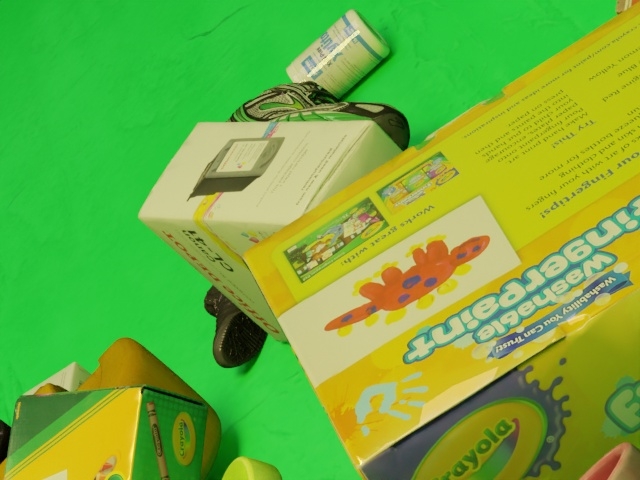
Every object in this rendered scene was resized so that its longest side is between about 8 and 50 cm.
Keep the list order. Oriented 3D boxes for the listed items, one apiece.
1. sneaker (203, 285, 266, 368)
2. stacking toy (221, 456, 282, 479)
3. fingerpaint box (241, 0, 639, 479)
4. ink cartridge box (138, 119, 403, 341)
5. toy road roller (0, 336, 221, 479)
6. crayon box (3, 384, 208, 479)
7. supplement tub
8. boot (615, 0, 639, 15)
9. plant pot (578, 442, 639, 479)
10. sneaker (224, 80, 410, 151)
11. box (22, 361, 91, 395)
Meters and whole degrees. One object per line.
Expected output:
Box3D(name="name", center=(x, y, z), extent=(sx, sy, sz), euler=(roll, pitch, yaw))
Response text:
Box3D(name="sneaker", center=(-0.092, 0.075, 2.134), extent=(0.089, 0.051, 0.170), euler=(-17, 36, 44))
Box3D(name="stacking toy", center=(-0.029, 0.337, 1.563), extent=(0.309, 0.130, 0.279), euler=(-99, 25, -49))
Box3D(name="fingerpaint box", center=(0.200, 0.025, 1.590), extent=(0.444, 0.163, 0.371), euler=(-33, 29, 0))
Box3D(name="ink cartridge box", center=(0.000, 0.000, 1.913), extent=(0.306, 0.226, 0.131), euler=(2, 54, 57))
Box3D(name="toy road roller", center=(-0.203, 0.240, 1.913), extent=(0.240, 0.202, 0.329), euler=(-47, 27, 0))
Box3D(name="crayon box", center=(-0.191, 0.267, 1.659), extent=(0.165, 0.081, 0.278), euler=(-9, 69, 42))
Box3D(name="supplement tub", center=(0.021, -0.209, 2.312), extent=(0.107, 0.071, 0.071), euler=(-42, 29, 11))
Box3D(name="boot", center=(0.325, -0.199, 1.896), extent=(0.084, 0.059, 0.158), euler=(-23, 35, 30))
Box3D(name="plant pot", center=(0.197, 0.259, 1.258), extent=(0.201, 0.180, 0.201), euler=(-48, -5, -5))
Box3D(name="sneaker", center=(-0.018, -0.123, 2.189), extent=(0.343, 0.134, 0.146), euler=(0, 53, 55))
Box3D(name="box", center=(-0.266, 0.209, 2.147), extent=(0.087, 0.102, 0.101), euler=(-31, 33, 24))
